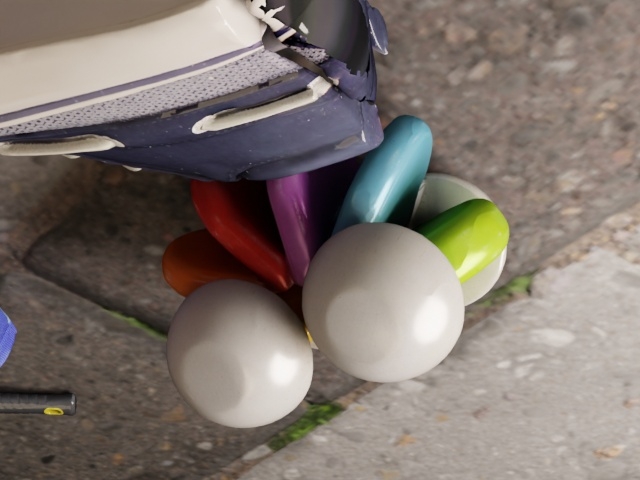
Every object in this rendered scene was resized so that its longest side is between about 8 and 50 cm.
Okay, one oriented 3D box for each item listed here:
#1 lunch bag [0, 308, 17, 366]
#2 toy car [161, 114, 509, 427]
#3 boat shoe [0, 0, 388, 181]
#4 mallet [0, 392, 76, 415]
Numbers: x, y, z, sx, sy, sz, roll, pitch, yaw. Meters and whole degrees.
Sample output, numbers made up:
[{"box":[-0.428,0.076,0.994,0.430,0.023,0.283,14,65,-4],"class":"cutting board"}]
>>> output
[{"box":[-0.331,0.032,0.649,0.293,0.138,0.221,-14,135,5],"class":"lunch bag"},{"box":[0.000,0.000,0.583,0.182,0.159,0.136,-21,97,26],"class":"toy car"},{"box":[-0.132,-0.072,0.510,0.340,0.127,0.158,-3,159,24],"class":"boat shoe"},{"box":[-0.267,0.117,0.801,0.189,0.039,0.062,7,138,-11],"class":"mallet"}]
